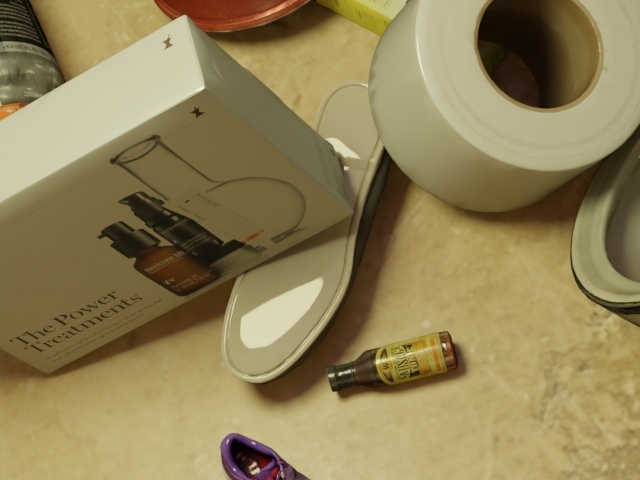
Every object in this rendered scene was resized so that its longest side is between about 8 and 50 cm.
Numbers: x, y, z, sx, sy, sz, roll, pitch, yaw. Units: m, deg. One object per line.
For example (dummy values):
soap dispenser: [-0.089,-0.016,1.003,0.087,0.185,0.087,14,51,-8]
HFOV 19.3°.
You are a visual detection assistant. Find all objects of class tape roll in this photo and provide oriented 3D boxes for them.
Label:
tape roll: [0.185,-0.164,1.839,0.246,0.169,0.246,3,77,-13]

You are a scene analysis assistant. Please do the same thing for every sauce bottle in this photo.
sauce bottle: [0.070,0.123,1.855,0.128,0.042,0.042,-16,64,5]

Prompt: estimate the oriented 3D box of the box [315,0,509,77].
box: [0.097,-0.256,2.010,0.232,0.058,0.087,29,74,22]

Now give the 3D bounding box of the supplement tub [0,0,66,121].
supplement tub: [-0.390,-0.199,2.010,0.194,0.193,0.316,-27,63,-1]

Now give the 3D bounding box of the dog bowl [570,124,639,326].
dog bowl: [0.425,-0.055,1.694,0.150,0.408,0.408,42,76,-18]

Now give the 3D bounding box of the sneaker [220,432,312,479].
sneaker: [-0.035,0.245,1.805,0.170,0.071,0.068,33,76,22]

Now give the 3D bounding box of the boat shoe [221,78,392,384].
boat shoe: [0.000,0.000,1.909,0.112,0.095,0.335,19,76,15]

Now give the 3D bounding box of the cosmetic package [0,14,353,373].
cosmetic package: [-0.200,-0.030,1.789,0.377,0.284,0.097,-28,54,17]

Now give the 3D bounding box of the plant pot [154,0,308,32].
plant pot: [-0.120,-0.406,1.973,0.272,0.265,0.272,-13,54,18]
